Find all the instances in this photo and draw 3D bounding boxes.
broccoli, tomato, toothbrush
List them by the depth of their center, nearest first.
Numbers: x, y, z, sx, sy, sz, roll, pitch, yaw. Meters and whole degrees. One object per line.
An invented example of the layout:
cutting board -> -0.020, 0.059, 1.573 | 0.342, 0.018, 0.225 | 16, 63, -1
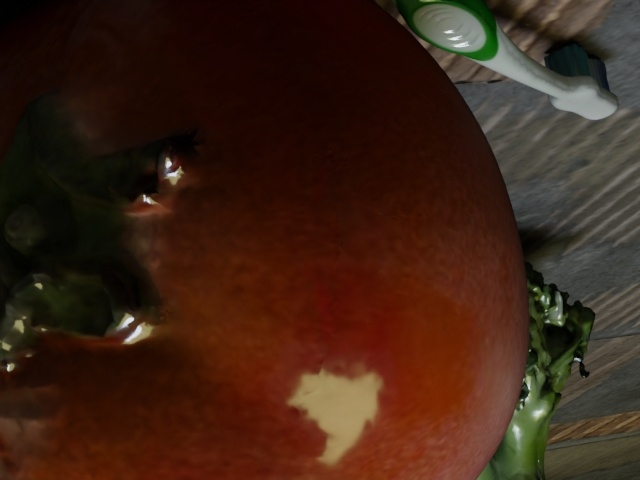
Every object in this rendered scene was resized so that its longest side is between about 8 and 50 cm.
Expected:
tomato -> -0.045, 0.022, 0.722 | 0.321, 0.321, 0.321 | -12, 161, -4
toothbrush -> 0.063, -0.124, 0.807 | 0.042, 0.040, 0.418 | -23, 159, 32
broccoli -> 0.121, 0.142, 1.302 | 0.248, 0.245, 0.288 | -16, 158, 37

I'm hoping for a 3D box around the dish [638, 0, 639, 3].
dish -> 0.295, -0.155, 0.760 | 0.303, 0.120, 0.303 | -11, 162, -4
